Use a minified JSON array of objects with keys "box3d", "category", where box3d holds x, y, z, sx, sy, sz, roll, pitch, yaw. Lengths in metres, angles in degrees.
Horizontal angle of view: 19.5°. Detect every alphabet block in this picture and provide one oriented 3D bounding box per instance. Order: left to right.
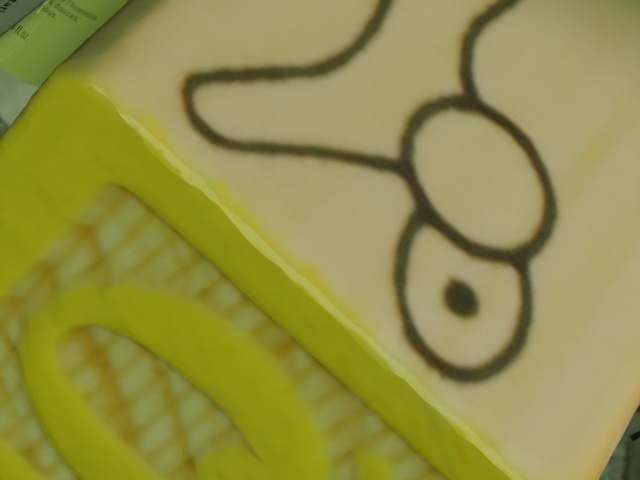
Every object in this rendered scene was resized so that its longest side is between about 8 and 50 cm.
[{"box3d":[0.000,0.000,0.614,0.192,0.197,0.193,42,138,-3],"category":"alphabet block"}]

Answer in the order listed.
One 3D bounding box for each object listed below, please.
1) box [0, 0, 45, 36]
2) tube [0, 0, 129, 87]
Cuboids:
[{"box3d":[-0.122,-0.153,0.661,0.186,0.038,0.145,-33,69,27],"category":"box"},{"box3d":[-0.044,-0.155,0.664,0.070,0.062,0.240,26,121,-36],"category":"tube"}]
